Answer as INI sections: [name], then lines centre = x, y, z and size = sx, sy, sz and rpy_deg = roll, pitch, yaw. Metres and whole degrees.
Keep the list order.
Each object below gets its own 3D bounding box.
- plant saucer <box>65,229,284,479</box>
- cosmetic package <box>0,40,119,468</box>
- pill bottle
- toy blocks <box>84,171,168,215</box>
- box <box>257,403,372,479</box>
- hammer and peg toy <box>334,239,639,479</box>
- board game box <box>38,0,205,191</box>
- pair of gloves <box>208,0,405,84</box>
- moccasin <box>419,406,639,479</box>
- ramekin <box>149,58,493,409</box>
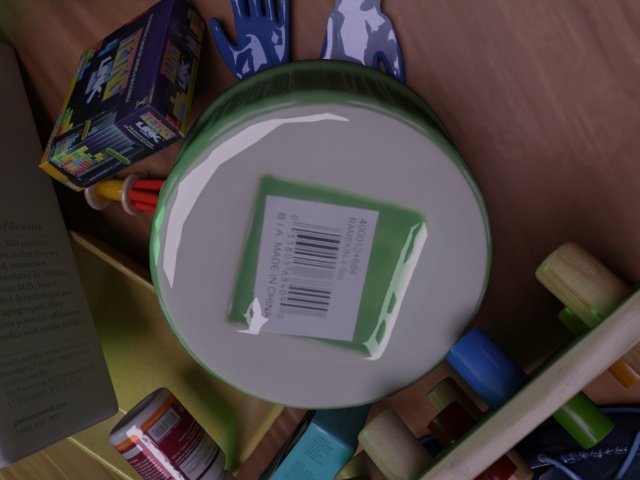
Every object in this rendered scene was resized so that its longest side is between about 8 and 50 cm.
[plant saucer]
centre = -0.225, 0.181, 0.714
size = 0.333, 0.081, 0.333
rpy_deg = 33, 119, 3
[cosmetic package]
centre = -0.414, 0.016, 0.568
size = 0.230, 0.161, 0.453
rpy_deg = -21, 84, 16
[pill bottle]
centre = -0.171, 0.259, 0.635
size = 0.086, 0.086, 0.152
rpy_deg = -35, 98, 27
[toy blocks]
centre = -0.196, -0.085, 0.606
size = 0.148, 0.054, 0.123
rpy_deg = 8, 115, 15
[box]
centre = -0.026, 0.290, 0.681
size = 0.060, 0.100, 0.244
rpy_deg = 33, 118, 4
[hammer and peg toy]
centre = 0.140, 0.165, 0.448
size = 0.361, 0.266, 0.127
rpy_deg = -47, 66, 15
[board game box]
centre = -0.188, -0.146, 0.516
size = 0.141, 0.170, 0.048
rpy_deg = -21, 141, 25
[pair of gloves]
centre = -0.015, -0.187, 0.521
size = 0.198, 0.023, 0.159
rpy_deg = 4, 111, 16
[moccasin]
centre = 0.255, 0.276, 0.572
size = 0.342, 0.117, 0.138
rpy_deg = -21, 104, 25
[ramekin]
centre = 0.000, 0.000, 0.474
size = 0.303, 0.148, 0.303
rpy_deg = 0, 111, -1
